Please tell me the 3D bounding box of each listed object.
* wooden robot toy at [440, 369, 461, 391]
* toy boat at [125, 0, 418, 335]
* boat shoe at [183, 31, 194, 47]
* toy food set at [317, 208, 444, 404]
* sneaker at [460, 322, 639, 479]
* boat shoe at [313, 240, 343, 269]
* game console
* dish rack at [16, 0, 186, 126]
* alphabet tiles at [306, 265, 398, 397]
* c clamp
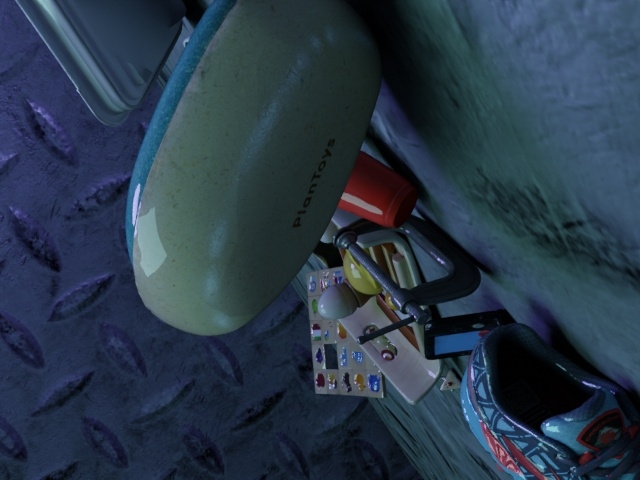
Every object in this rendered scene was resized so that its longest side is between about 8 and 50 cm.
[{"bbox_3d":[0.124,0.169,1.178,0.173,0.079,0.076,50,172,33],"label":"wooden robot toy"},{"bbox_3d":[-0.038,-0.060,0.645,0.148,0.267,0.318,30,-168,23],"label":"toy boat"},{"bbox_3d":[-0.085,-0.190,0.905,0.226,0.076,0.083,45,169,54],"label":"boat shoe"},{"bbox_3d":[0.040,0.048,1.045,0.220,0.092,0.306,48,165,46],"label":"toy food set"},{"bbox_3d":[0.193,0.164,0.593,0.262,0.104,0.125,45,162,32],"label":"sneaker"},{"bbox_3d":[0.002,-0.001,1.313,0.153,0.056,0.048,51,172,-36],"label":"boat shoe"},{"bbox_3d":[0.155,0.116,0.771,0.122,0.107,0.071,73,-171,-67],"label":"game console"},{"bbox_3d":[-0.297,-0.356,1.121,0.285,0.072,0.333,-75,-33,-42],"label":"dish rack"},{"bbox_3d":[0.046,0.137,1.250,0.237,0.009,0.198,-14,79,59],"label":"alphabet tiles"},{"bbox_3d":[0.064,0.020,0.716,0.161,0.137,0.022,-126,30,-50],"label":"c clamp"}]
